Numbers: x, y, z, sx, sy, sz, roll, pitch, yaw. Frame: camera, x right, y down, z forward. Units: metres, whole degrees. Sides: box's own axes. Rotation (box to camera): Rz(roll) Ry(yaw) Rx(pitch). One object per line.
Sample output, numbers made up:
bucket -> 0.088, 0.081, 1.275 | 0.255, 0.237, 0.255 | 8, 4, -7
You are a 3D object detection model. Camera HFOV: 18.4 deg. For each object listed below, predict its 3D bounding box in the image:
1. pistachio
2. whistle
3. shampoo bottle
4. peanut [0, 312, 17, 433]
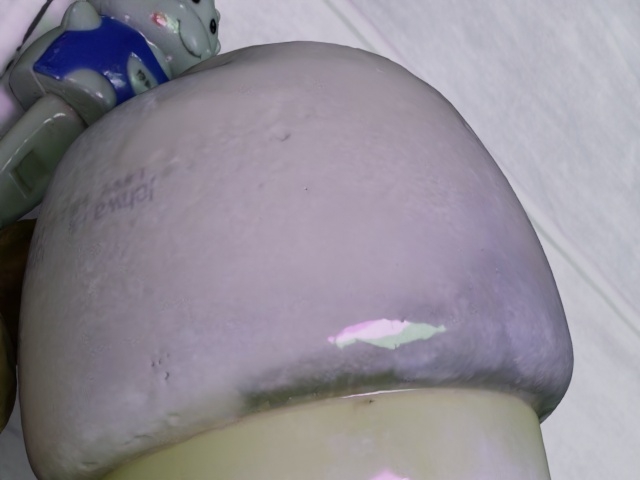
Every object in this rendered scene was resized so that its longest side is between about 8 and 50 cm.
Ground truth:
pistachio -> -0.187, 0.033, 1.257 | 0.173, 0.049, 0.089 | -23, 104, -39
whistle -> -0.139, -0.101, 1.269 | 0.244, 0.092, 0.110 | -51, 131, -30
shampoo bottle -> -0.019, 0.061, 1.162 | 0.322, 0.322, 0.317 | 4, 63, -41
peanut -> -0.296, 0.019, 1.107 | 0.305, 0.147, 0.147 | 51, 59, -29
